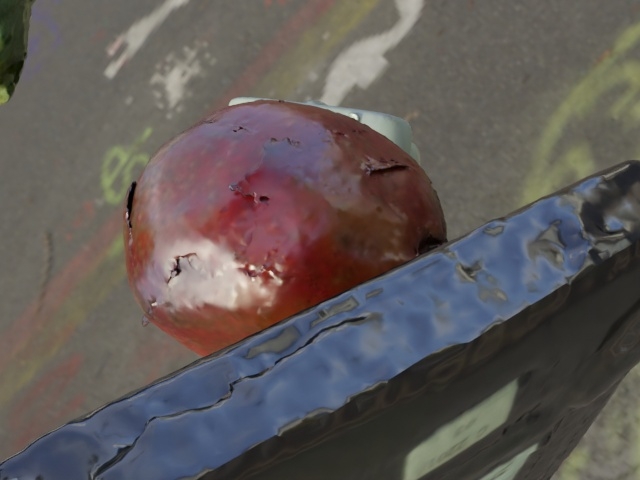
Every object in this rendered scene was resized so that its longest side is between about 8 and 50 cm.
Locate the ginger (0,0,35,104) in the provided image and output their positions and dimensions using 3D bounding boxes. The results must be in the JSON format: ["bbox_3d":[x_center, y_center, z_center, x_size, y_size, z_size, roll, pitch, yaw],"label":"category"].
[{"bbox_3d":[-0.210,-0.107,0.593,0.290,0.137,0.089,-31,20,-28],"label":"ginger"}]

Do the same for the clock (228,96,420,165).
[{"bbox_3d":[0.012,-0.057,1.066,0.151,0.191,0.062,8,79,17],"label":"clock"}]

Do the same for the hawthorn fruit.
[{"bbox_3d":[0.000,0.000,0.803,0.235,0.181,0.181,3,59,24],"label":"hawthorn fruit"}]

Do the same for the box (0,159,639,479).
[{"bbox_3d":[0.003,0.128,0.634,0.091,0.359,0.350,52,149,23],"label":"box"}]
